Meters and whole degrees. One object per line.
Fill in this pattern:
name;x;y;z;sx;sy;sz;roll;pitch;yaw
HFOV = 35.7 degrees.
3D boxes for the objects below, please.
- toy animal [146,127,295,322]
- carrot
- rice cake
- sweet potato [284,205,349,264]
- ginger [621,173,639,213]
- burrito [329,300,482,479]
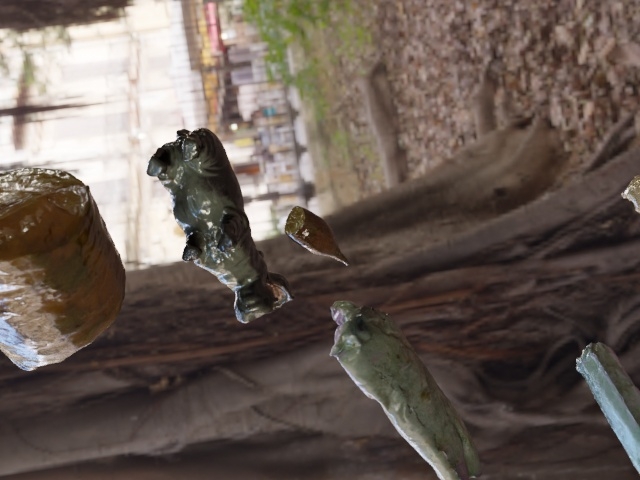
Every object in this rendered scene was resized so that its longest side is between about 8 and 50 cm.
toy animal;-0.144;-0.004;1.465;0.168;0.106;0.343;-82;-30;-62
carrot;-0.418;0.021;1.414;0.340;0.242;0.241;79;180;-54
rice cake;0.328;0.198;1.010;0.211;0.034;0.043;64;146;25
sweet potato;0.000;0.000;1.378;0.117;0.049;0.049;39;-162;-26
ginger;0.531;-0.054;1.193;0.148;0.334;0.081;65;-159;-62
burrito;0.106;0.185;1.167;0.309;0.066;0.096;53;-151;-29
